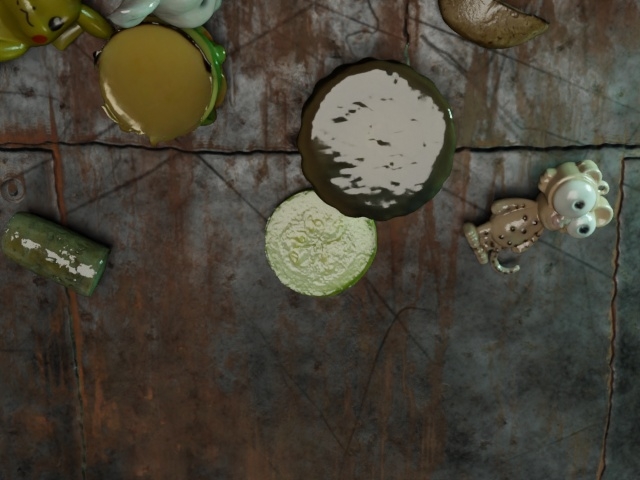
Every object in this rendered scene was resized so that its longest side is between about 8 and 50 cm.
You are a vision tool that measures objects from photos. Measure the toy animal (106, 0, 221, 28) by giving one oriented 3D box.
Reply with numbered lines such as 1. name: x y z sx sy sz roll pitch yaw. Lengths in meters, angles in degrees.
1. toy animal: -0.261 -0.451 1.485 0.241 0.367 0.196 9 112 -14

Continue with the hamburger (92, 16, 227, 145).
1. hamburger: -0.269 -0.292 1.645 0.237 0.149 0.237 4 112 10

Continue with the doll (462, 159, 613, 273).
1. doll: 0.407 -0.042 1.736 0.278 0.119 0.154 -32 119 18

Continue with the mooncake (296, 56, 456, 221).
1. mooncake: 0.100 -0.184 1.667 0.291 0.161 0.290 0 108 0

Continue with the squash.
1. squash: 0.000 0.002 1.797 0.219 0.041 0.219 0 109 1

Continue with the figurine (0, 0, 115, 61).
1. figurine: -0.527 -0.391 1.611 0.327 0.169 0.218 -18 123 10

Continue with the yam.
1. yam: -0.510 0.023 1.785 0.194 0.107 0.107 26 108 -7

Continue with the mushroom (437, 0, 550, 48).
1. mushroom: 0.295 -0.390 1.637 0.210 0.072 0.094 26 117 -8
